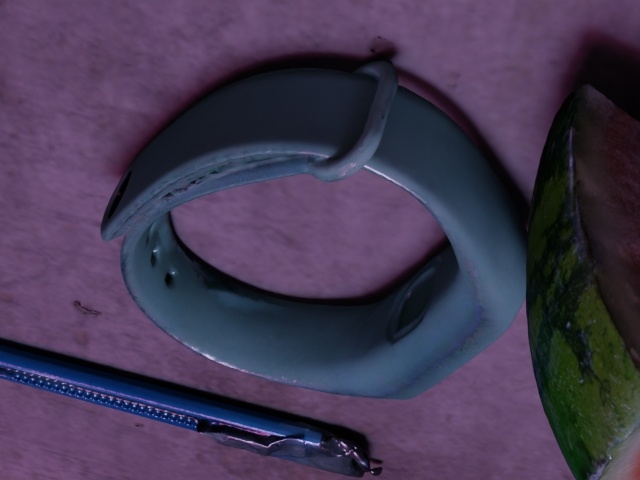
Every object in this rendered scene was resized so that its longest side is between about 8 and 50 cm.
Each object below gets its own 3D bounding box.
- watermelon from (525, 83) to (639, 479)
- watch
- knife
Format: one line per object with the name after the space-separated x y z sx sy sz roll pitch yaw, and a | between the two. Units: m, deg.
0.133 0.026 0.634 0.128 0.146 0.231 -33 157 -1 | watermelon
0.000 0.000 0.719 0.195 0.068 0.237 29 147 -13 | watch
-0.102 0.112 0.943 0.296 0.026 0.044 14 157 2 | knife
